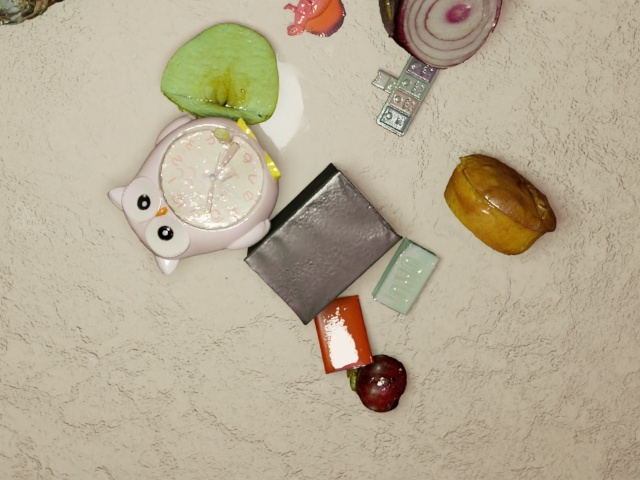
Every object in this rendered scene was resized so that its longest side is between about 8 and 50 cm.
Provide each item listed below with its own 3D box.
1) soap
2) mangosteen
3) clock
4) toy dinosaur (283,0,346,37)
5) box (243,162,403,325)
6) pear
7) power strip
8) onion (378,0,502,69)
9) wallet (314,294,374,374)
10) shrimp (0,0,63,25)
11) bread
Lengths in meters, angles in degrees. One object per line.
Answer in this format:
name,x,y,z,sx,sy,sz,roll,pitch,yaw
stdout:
soap,0.242,0.104,1.875,0.114,0.063,0.198,27,101,-8
mangosteen,0.160,0.409,1.910,0.180,0.166,0.166,19,104,18
clock,-0.306,-0.118,1.666,0.377,0.250,0.368,-35,92,-7
toy dinosaur,0.029,-0.617,1.681,0.286,0.070,0.139,-46,113,5
box,0.000,0.000,1.759,0.345,0.204,0.251,-42,103,7
pear,-0.236,-0.427,1.677,0.288,0.139,0.239,12,83,-1
power strip,0.208,-0.402,1.750,0.145,0.061,0.215,28,100,-3
onion,0.271,-0.606,1.593,0.282,0.260,0.336,-20,137,-2
wallet,0.061,0.267,1.871,0.142,0.045,0.204,-14,77,3
shrimp,-0.734,-0.617,1.580,0.372,0.137,0.172,-22,114,-6
bread,0.474,-0.095,1.735,0.312,0.312,0.172,29,117,-10
